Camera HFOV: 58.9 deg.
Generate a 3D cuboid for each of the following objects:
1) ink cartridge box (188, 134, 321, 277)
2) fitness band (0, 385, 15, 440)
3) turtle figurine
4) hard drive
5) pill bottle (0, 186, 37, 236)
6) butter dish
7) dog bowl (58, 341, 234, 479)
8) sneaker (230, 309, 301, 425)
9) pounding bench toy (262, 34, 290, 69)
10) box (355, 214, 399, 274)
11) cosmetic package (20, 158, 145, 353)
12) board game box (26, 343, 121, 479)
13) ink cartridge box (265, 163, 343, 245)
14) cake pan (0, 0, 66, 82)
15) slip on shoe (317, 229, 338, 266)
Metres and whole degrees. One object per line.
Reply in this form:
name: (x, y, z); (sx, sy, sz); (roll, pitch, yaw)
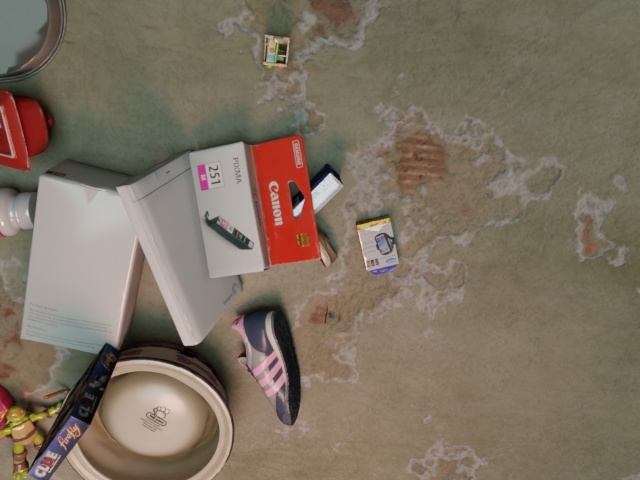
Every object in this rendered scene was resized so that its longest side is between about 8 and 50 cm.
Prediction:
ink cartridge box: (-0.138, -0.072, 1.198); (0.238, 0.060, 0.275); (-9, 91, 15)
fitness band: (-0.912, 0.416, 1.404); (0.290, 0.054, 0.209); (25, 106, -13)
turtle figurine: (-0.744, 0.484, 1.396); (0.269, 0.087, 0.218); (-28, 130, -39)
hard drive: (-0.282, 0.010, 1.203); (0.047, 0.233, 0.353); (-8, 112, 22)
pill bottle: (-0.699, -0.060, 1.214); (0.180, 0.108, 0.108); (-3, 110, -2)
butter dish: (-0.608, -0.236, 1.159); (0.160, 0.118, 0.160); (13, 118, 36)
dog bowl: (-0.411, 0.430, 1.391); (0.407, 0.150, 0.408); (-1, 109, -3)
sneaker: (-0.131, 0.315, 1.404); (0.131, 0.112, 0.319); (-4, 108, 16)
pounding bench toy: (-0.090, -0.381, 1.150); (0.052, 0.083, 0.065); (5, 109, -6)
box: (0.136, 0.013, 1.340); (0.081, 0.028, 0.136); (-13, 113, 1)
cosmetic package: (-0.504, 0.040, 1.242); (0.217, 0.156, 0.385); (16, 107, -9)
board game box: (-0.490, 0.339, 1.144); (0.042, 0.243, 0.165); (34, 104, -17)
ink cartridge box: (-0.040, -0.075, 1.258); (0.046, 0.097, 0.207); (43, 102, -16)
cake pan: (-0.646, -0.447, 1.079); (0.292, 0.054, 0.294); (-6, 117, -11)
slip on shoe: (0.000, 0.000, 1.312); (0.041, 0.051, 0.135); (-32, 115, -9)
